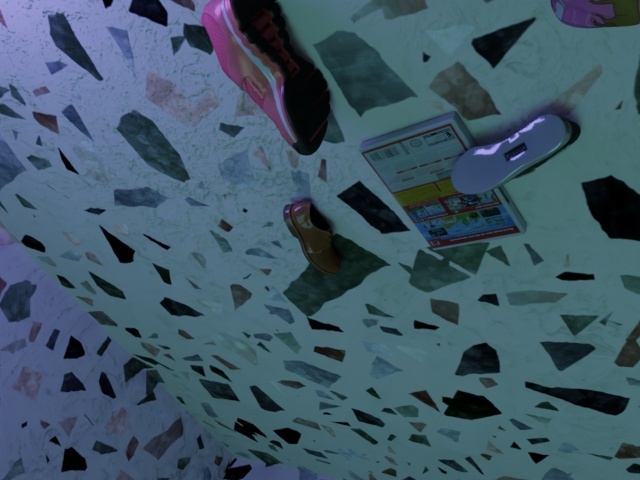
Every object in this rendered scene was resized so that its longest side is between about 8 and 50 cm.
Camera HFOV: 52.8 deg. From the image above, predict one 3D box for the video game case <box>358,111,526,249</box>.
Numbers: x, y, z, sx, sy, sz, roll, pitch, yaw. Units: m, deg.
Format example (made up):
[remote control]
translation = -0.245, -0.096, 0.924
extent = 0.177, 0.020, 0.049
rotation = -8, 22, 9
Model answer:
[video game case]
translation = 0.228, -0.097, 1.197
extent = 0.204, 0.025, 0.285
rotation = -12, 129, 41

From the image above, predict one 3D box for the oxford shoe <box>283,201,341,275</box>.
[oxford shoe]
translation = 0.000, 0.000, 1.426
extent = 0.076, 0.076, 0.212
rotation = -13, 131, 28

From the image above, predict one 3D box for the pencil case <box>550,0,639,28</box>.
[pencil case]
translation = 0.284, -0.405, 0.647
extent = 0.160, 0.167, 0.386
rotation = 24, 152, 45

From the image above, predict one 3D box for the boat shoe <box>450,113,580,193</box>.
[boat shoe]
translation = 0.314, -0.132, 1.048
extent = 0.070, 0.077, 0.219
rotation = -3, 164, -44

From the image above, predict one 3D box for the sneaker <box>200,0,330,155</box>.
[sneaker]
translation = -0.093, -0.287, 1.110
extent = 0.136, 0.116, 0.313
rotation = 3, 133, 44
